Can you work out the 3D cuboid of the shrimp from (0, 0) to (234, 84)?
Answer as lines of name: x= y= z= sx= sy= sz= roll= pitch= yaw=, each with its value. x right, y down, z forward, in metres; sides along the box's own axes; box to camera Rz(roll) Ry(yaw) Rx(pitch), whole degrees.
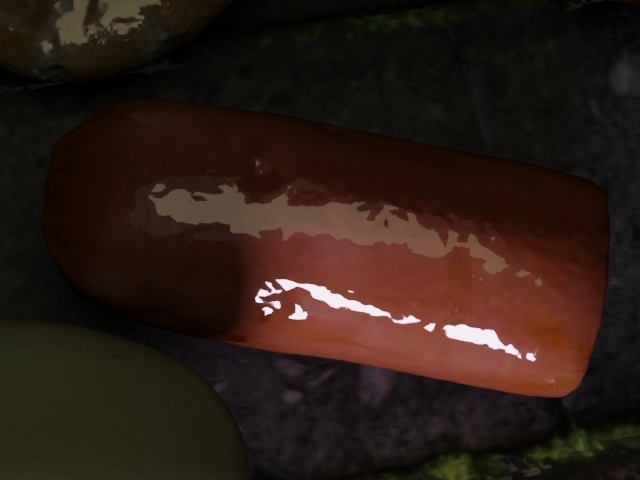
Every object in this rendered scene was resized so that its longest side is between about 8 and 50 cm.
shrimp: x=-0.076 y=-0.205 z=1.023 sx=0.168 sy=0.077 sz=0.317 roll=37 pitch=69 yaw=15

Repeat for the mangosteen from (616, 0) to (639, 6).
mangosteen: x=0.189 y=-0.211 z=1.011 sx=0.156 sy=0.146 sz=0.181 roll=40 pitch=66 yaw=16

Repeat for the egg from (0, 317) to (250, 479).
egg: x=-0.145 y=0.127 z=0.787 sx=0.254 sy=0.188 sz=0.188 roll=-23 pitch=68 yaw=-27

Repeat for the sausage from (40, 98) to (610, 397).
sausage: x=0.000 y=0.000 z=0.910 sx=0.259 sy=0.113 sz=0.113 roll=11 pitch=63 yaw=-2
